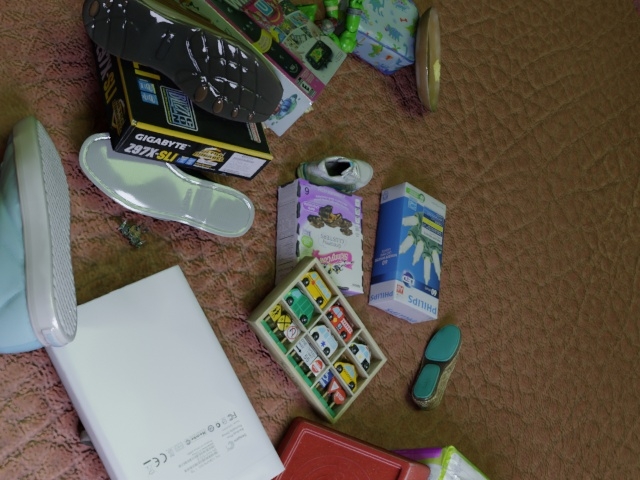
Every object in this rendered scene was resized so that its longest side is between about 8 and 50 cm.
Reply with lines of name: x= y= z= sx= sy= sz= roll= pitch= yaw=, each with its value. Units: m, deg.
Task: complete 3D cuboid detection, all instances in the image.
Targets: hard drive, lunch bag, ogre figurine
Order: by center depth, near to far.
hard drive: x=-0.228 y=0.235 z=1.194 sx=0.233 sy=0.047 sz=0.353 roll=-24 pitch=83 yaw=-37
ogre figurine: x=0.000 y=-0.421 z=1.640 sx=0.197 sy=0.097 sz=0.118 roll=-29 pitch=122 yaw=-35
lunch bag: x=0.120 y=-0.481 z=1.792 sx=0.219 sy=0.090 sz=0.176 roll=20 pitch=66 yaw=-36

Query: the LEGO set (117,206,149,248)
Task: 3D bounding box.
LEGO set: x=-0.306 y=-0.022 z=1.322 sx=0.054 sy=0.023 sz=0.083 roll=24 pitch=49 yaw=-37

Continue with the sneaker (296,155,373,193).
sneaker: x=0.048 y=-0.136 z=1.628 sx=0.190 sy=0.083 sz=0.071 roll=-9 pitch=81 yaw=-44

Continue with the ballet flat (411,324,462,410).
ballet flat: x=0.243 y=0.268 z=1.700 sx=0.206 sy=0.073 sz=0.067 roll=-55 pitch=141 yaw=-35

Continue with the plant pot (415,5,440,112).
plant pot: x=0.242 y=-0.407 z=1.847 sx=0.236 sy=0.032 sz=0.236 roll=2 pitch=90 yaw=-76

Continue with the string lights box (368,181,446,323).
string lights box: x=0.183 y=0.027 z=1.700 sx=0.133 sy=0.077 sz=0.260 roll=25 pitch=62 yaw=-36

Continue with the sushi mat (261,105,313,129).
sushi mat: x=-0.129 y=-0.372 z=1.586 sx=0.151 sy=0.019 sz=0.316 roll=-31 pitch=98 yaw=-44

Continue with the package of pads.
package of pads: x=0.232 y=0.491 z=1.498 sx=0.296 sy=0.229 sz=0.101 roll=45 pitch=52 yaw=-23

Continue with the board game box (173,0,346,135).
board game box: x=-0.119 y=-0.354 z=1.407 sx=0.303 sy=0.097 sz=0.224 roll=41 pitch=35 yaw=-10

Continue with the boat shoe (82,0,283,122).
boat shoe: x=-0.201 y=-0.303 z=1.258 sx=0.324 sy=0.122 sz=0.120 roll=29 pitch=28 yaw=-23

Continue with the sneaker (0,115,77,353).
sneaker: x=-0.433 y=-0.016 z=1.133 sx=0.150 sy=0.135 sz=0.366 roll=-12 pitch=58 yaw=-3

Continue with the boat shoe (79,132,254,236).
boat shoe: x=-0.256 y=-0.083 z=1.337 sx=0.302 sy=0.091 sz=0.114 roll=29 pitch=82 yaw=-26

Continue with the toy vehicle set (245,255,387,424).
toy vehicle set: x=-0.002 y=0.179 z=1.462 sx=0.166 sy=0.035 sz=0.267 roll=-47 pitch=119 yaw=-25

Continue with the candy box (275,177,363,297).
candy box: x=0.000 y=0.000 z=1.549 sx=0.165 sy=0.070 sz=0.196 roll=14 pitch=69 yaw=-38

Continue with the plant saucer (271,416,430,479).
plant saucer: x=0.016 y=0.421 z=1.327 sx=0.048 sy=0.259 sz=0.258 roll=85 pitch=29 yaw=-48

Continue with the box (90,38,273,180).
box: x=-0.236 y=-0.264 z=1.350 sx=0.257 sy=0.079 sz=0.322 roll=9 pitch=51 yaw=-38

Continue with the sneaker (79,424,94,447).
sneaker: x=-0.244 y=0.269 z=1.241 sx=0.222 sy=0.083 sz=0.118 roll=25 pitch=61 yaw=-33
